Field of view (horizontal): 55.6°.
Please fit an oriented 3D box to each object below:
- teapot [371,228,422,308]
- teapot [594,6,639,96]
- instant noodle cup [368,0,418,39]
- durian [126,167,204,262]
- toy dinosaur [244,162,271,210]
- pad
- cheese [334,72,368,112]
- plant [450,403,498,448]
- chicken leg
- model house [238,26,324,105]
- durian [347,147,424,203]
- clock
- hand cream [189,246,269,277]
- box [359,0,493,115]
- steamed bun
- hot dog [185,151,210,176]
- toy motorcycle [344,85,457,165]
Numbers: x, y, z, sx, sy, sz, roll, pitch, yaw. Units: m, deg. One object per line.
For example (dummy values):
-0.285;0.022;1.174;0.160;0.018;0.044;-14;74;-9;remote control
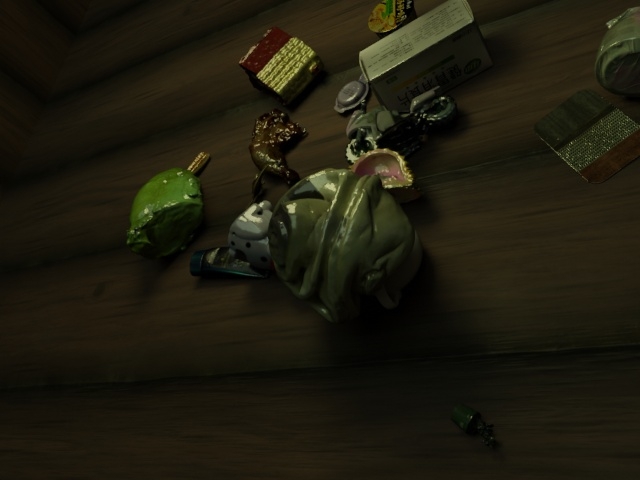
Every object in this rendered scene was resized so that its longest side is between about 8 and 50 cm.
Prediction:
0.145;0.039;1.459;0.204;0.139;0.298;-27;49;14;teapot
0.735;-0.435;1.347;0.222;0.163;0.178;-1;54;35;teapot
0.238;-0.655;1.862;0.151;0.122;0.151;-19;50;24;instant noodle cup
-0.492;-0.095;1.965;0.256;0.204;0.339;-23;40;3;durian
-0.192;-0.173;1.879;0.058;0.037;0.180;-86;15;-64;toy dinosaur
0.550;-0.212;1.400;0.323;0.055;0.250;-25;48;-4;pad
0.116;-0.468;1.877;0.191;0.042;0.105;-47;47;-2;cheese
0.308;0.364;1.193;0.102;0.051;0.051;31;81;39;plant
-0.134;-0.294;1.917;0.177;0.083;0.322;-5;56;17;chicken leg
-0.120;-0.571;2.030;0.196;0.160;0.254;-48;48;-2;model house
0.157;-0.151;1.552;0.182;0.165;0.132;-26;12;26;durian
-0.101;0.029;1.623;0.254;0.189;0.189;30;81;28;clock
-0.258;0.063;1.788;0.271;0.061;0.120;-3;55;24;hand cream
0.287;-0.501;1.690;0.333;0.173;0.145;-27;48;18;box
0.000;0.000;1.349;0.394;0.237;0.346;-16;61;54;steamed bun
-0.431;-0.257;2.125;0.056;0.041;0.133;21;67;41;hot dog
0.201;-0.324;1.659;0.327;0.143;0.188;-29;48;7;toy motorcycle
